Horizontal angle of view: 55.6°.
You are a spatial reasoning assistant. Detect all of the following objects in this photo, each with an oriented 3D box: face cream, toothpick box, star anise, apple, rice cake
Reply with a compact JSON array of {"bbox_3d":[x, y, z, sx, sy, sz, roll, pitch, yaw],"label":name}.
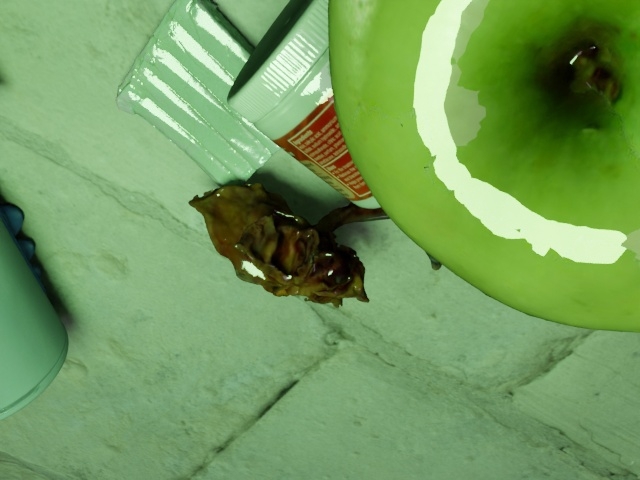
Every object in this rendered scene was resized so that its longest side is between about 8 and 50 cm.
[{"bbox_3d":[0.038,-0.160,0.612,0.187,0.201,0.201,36,124,-20],"label":"face cream"},{"bbox_3d":[-0.521,0.061,0.848,0.263,0.263,0.354,-4,127,10],"label":"toothpick box"},{"bbox_3d":[0.002,0.011,0.788,0.347,0.148,0.237,4,170,-12],"label":"star anise"},{"bbox_3d":[0.181,-0.128,0.388,0.358,0.357,0.357,3,129,4],"label":"apple"},{"bbox_3d":[-0.129,-0.167,0.730,0.198,0.037,0.189,36,124,-21],"label":"rice cake"}]
